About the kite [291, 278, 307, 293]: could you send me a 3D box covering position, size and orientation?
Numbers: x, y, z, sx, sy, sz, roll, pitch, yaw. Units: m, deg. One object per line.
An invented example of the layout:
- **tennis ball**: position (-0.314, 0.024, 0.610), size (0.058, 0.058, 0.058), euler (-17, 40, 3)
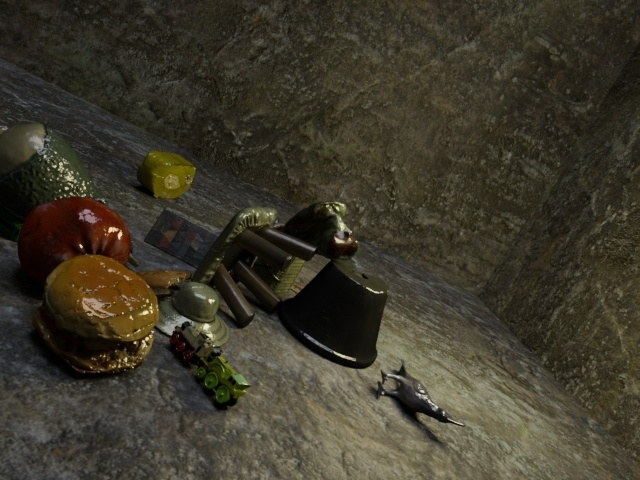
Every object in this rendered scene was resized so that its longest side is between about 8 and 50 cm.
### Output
- **kite**: position (-0.115, 0.165, 2.084), size (0.198, 0.006, 0.244), euler (21, 15, -29)

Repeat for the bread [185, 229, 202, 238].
- **bread**: position (-0.458, 0.003, 1.806), size (0.076, 0.083, 0.070), euler (28, 3, -19)

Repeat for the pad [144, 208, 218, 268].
- **pad**: position (-0.470, -0.007, 1.751), size (0.211, 0.143, 0.003), euler (27, -26, -4)

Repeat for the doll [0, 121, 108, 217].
- **doll**: position (-0.729, -0.143, 1.379), size (0.247, 0.247, 0.349), euler (38, -11, 37)

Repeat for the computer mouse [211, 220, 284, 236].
- **computer mouse**: position (-0.281, -0.006, 1.915), size (0.310, 0.072, 0.158), euler (-11, -15, -11)

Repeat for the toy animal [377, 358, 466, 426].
- **toy animal**: position (0.261, 0.456, 1.584), size (0.205, 0.081, 0.367), euler (18, 8, -24)

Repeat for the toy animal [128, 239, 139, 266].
- **toy animal**: position (-0.577, 0.020, 1.478), size (0.137, 0.098, 0.098), euler (40, 5, -30)

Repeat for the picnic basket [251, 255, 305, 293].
- **picnic basket**: position (-0.156, 0.083, 1.891), size (0.134, 0.196, 0.154), euler (37, 13, 21)

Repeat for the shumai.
- **shumai**: position (0.000, 0.000, 1.768), size (0.222, 0.272, 0.204), euler (-10, 73, -24)

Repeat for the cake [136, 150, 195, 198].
- **cake**: position (-0.678, -0.284, 2.255), size (0.156, 0.179, 0.260), euler (32, 16, 19)

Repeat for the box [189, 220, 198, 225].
- **box**: position (-0.533, -0.055, 2.015), size (0.089, 0.022, 0.156), euler (35, 14, 34)

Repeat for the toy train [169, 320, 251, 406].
- **toy train**: position (-0.259, 0.273, 1.170), size (0.249, 0.085, 0.053), euler (37, -2, 34)

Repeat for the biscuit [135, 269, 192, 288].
- **biscuit**: position (-0.444, 0.102, 1.425), size (0.144, 0.033, 0.224), euler (4, 1, 4)

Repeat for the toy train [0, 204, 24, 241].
- **toy train**: position (-0.840, -0.067, 1.350), size (0.209, 0.042, 0.044), euler (33, 12, 16)

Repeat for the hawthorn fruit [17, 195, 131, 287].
- **hawthorn fruit**: position (-0.597, 0.001, 1.223), size (0.271, 0.242, 0.242), euler (27, 10, 32)

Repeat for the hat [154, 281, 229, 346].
- **hat**: position (-0.332, 0.168, 1.364), size (0.252, 0.110, 0.252), euler (28, 12, -6)

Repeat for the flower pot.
- **flower pot**: position (0.076, 0.221, 1.733), size (0.379, 0.251, 0.379), euler (29, 14, -8)

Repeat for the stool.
- **stool**: position (-0.198, 0.076, 1.601), size (0.226, 0.310, 0.310), euler (38, 15, 11)

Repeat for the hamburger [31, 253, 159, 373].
- **hamburger**: position (-0.450, 0.149, 1.057), size (0.244, 0.163, 0.244), euler (29, 11, -6)
